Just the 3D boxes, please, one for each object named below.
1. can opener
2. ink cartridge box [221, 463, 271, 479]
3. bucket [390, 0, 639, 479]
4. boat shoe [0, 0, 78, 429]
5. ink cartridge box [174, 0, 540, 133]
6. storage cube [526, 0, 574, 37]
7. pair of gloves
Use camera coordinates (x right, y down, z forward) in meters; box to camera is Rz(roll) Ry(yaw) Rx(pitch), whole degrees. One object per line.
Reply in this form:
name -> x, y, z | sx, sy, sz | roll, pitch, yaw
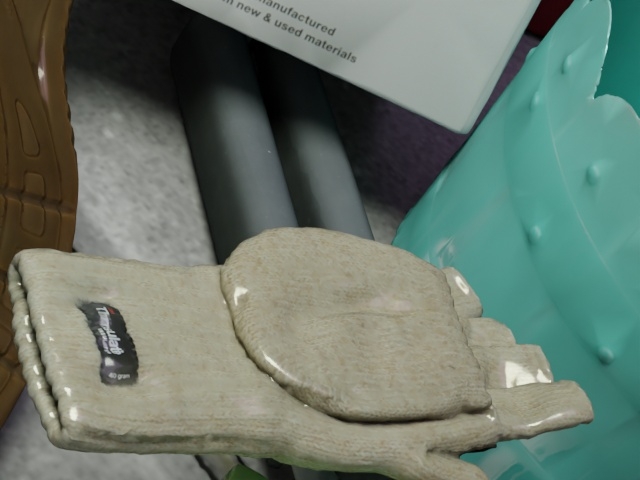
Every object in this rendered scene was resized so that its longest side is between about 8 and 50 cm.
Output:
can opener -> 0.000, 0.000, 0.746 | 0.074, 0.093, 0.280 | 9, 43, -31
ink cartridge box -> 0.073, 0.251, 0.536 | 0.353, 0.119, 0.207 | 31, 40, -8
bucket -> 0.176, 0.016, 0.768 | 0.281, 0.183, 0.281 | 21, 45, -23
boat shoe -> -0.174, -0.053, 0.657 | 0.123, 0.123, 0.342 | 33, 52, -51
ink cartridge box -> 0.029, -0.230, 0.790 | 0.197, 0.270, 0.198 | 23, 16, -15
storage cube -> 0.216, -0.218, 1.020 | 0.193, 0.183, 0.215 | 22, 43, -16
pair of gloves -> 0.023, 0.096, 0.528 | 0.204, 0.042, 0.240 | -4, 51, -35
